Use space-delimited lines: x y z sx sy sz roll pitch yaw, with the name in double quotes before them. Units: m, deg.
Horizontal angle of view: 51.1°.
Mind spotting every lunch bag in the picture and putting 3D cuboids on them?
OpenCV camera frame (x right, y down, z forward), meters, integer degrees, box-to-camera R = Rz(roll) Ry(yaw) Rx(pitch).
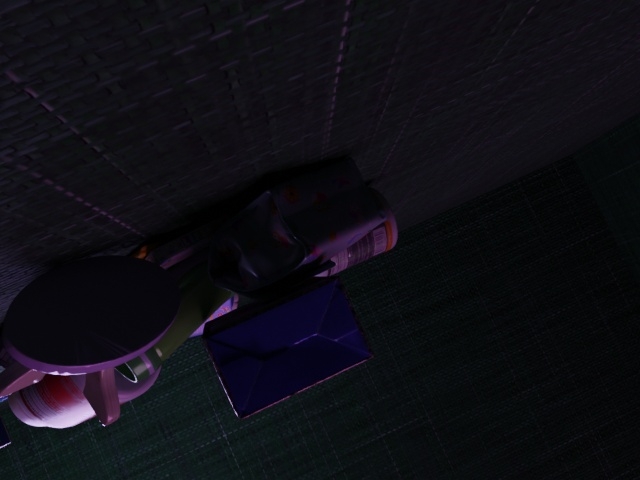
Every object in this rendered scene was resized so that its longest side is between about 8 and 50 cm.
"lunch bag" -0.053 -0.005 1.171 0.223 0.160 0.262 -25 172 -45

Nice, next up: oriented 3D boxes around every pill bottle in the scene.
"pill bottle" -0.587 0.320 1.624 0.408 0.229 0.229 -29 173 37
"pill bottle" 0.024 -0.006 1.540 0.279 0.162 0.162 -22 174 -18

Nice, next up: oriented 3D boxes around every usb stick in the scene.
"usb stick" -0.615 0.215 1.349 0.278 0.077 0.045 -33 -152 53

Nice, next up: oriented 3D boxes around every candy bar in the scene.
"candy bar" -0.330 0.037 1.171 0.040 0.018 0.161 -20 173 -47

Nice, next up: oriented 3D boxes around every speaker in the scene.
"speaker" -0.279 0.129 1.285 0.296 0.131 0.131 -45 -175 -30

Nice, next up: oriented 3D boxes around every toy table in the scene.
"toy table" -0.363 0.147 1.042 0.274 0.252 0.161 -7 148 -42

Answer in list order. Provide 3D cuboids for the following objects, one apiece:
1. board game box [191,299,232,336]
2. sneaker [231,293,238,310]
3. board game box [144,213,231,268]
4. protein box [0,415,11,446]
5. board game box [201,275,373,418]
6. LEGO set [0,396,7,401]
"board game box" -0.328 0.175 1.671 0.212 0.039 0.160 -11 130 -12
"sneaker" -0.391 0.175 1.787 0.330 0.129 0.147 -23 155 20
"board game box" -0.235 0.010 1.176 0.154 0.026 0.103 -30 178 -33
"protein box" -0.863 0.425 1.558 0.200 0.201 0.136 -20 173 -35
"board game box" -0.069 0.169 1.158 0.232 0.141 0.291 -23 -179 -9
"LEGO set" -0.842 0.390 1.908 0.227 0.087 0.093 -21 174 -41
